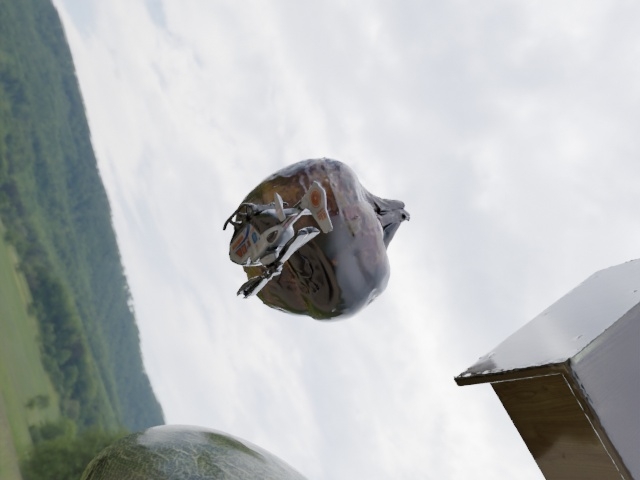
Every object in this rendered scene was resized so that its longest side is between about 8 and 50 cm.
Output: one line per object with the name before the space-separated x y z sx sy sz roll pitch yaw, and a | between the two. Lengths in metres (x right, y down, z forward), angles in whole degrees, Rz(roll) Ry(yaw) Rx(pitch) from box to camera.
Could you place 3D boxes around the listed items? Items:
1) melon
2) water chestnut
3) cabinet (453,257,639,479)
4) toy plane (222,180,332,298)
melon | -0.116 0.329 0.729 0.248 0.330 0.248 -60 -166 27
water chestnut | 0.000 0.000 1.149 0.289 0.244 0.288 18 -54 25
cabinet | 0.260 0.130 0.576 0.174 0.215 0.148 60 -28 2
toy plane | -0.046 -0.008 0.709 0.197 0.054 0.078 -37 -116 49
